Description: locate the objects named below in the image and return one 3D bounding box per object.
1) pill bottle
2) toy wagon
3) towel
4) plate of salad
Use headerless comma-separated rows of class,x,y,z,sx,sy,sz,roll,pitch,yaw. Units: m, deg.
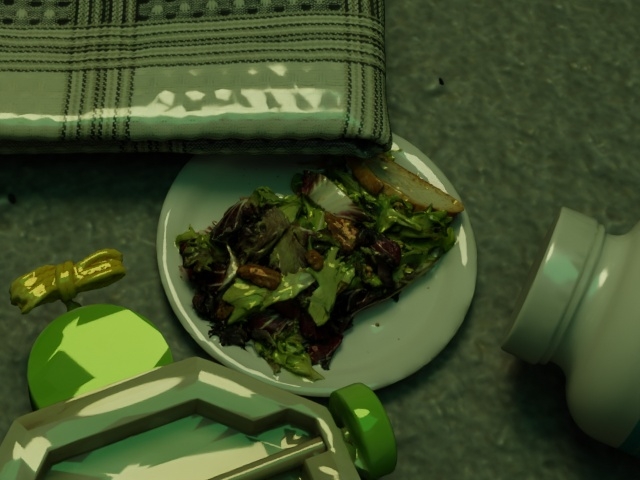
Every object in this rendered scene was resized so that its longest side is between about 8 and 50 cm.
pill bottle,0.242,0.072,0.908,0.264,0.146,0.146,22,61,4
toy wagon,-0.079,0.164,0.860,0.267,0.068,0.344,-19,65,-17
towel,-0.121,-0.188,1.030,0.324,0.056,0.312,-1,60,-3
plate of salad,0.000,0.000,0.969,0.200,0.048,0.199,4,62,-7
